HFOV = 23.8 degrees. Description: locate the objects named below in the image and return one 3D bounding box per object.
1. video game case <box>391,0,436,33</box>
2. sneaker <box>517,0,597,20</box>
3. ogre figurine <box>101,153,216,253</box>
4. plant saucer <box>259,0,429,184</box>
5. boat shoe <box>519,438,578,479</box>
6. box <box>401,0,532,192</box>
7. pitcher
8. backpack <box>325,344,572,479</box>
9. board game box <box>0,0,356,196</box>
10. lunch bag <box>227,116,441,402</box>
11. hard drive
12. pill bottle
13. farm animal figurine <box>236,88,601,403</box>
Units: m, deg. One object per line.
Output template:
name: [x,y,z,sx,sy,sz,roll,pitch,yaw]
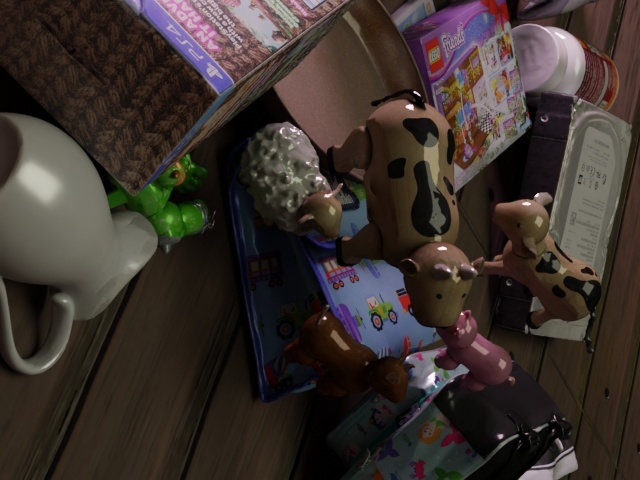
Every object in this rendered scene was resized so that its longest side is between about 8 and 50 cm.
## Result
video game case: [0.120,-0.196,1.951,0.212,0.023,0.193,-47,124,-51]
sneaker: [0.375,-0.432,2.314,0.366,0.210,0.137,-112,-174,-73]
ogre figurine: [-0.161,-0.069,1.408,0.118,0.096,0.197,-79,165,-57]
plant saucer: [0.009,-0.190,1.671,0.310,0.050,0.311,32,44,-37]
boat shoe: [0.274,0.281,2.047,0.306,0.113,0.105,-3,82,-62]
box: [0.184,-0.198,1.979,0.293,0.057,0.201,-37,118,-56]
pitcher: [-0.239,0.005,1.249,0.178,0.125,0.207,-64,150,-16]
backpack: [0.119,0.243,1.685,0.191,0.253,0.225,43,22,20]
board game box: [-0.135,-0.216,1.325,0.232,0.141,0.291,45,38,0]
lunch bag: [0.000,0.000,1.653,0.221,0.138,0.293,-17,88,-57]
hard drive: [0.354,-0.027,2.193,0.237,0.064,0.339,14,89,-58]
pill bottle: [0.348,-0.247,2.241,0.221,0.121,0.121,11,76,-58]
farm animal figurine: [0.116,0.003,1.488,0.330,0.172,0.327,-19,88,-29]
